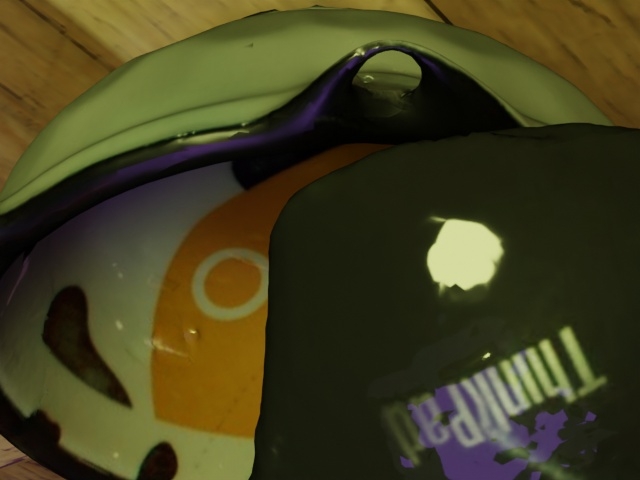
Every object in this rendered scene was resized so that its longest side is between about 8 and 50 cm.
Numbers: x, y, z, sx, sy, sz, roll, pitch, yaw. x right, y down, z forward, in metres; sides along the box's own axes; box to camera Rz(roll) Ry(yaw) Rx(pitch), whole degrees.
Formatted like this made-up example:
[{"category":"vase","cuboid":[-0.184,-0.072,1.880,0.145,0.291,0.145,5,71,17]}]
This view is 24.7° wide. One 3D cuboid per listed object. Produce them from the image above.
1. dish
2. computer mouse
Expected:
[{"category":"dish","cuboid":[0.000,0.000,0.558,0.303,0.120,0.303,-1,144,-1]},{"category":"computer mouse","cuboid":[0.059,0.077,0.484,0.170,0.100,0.269,3,144,-4]}]
